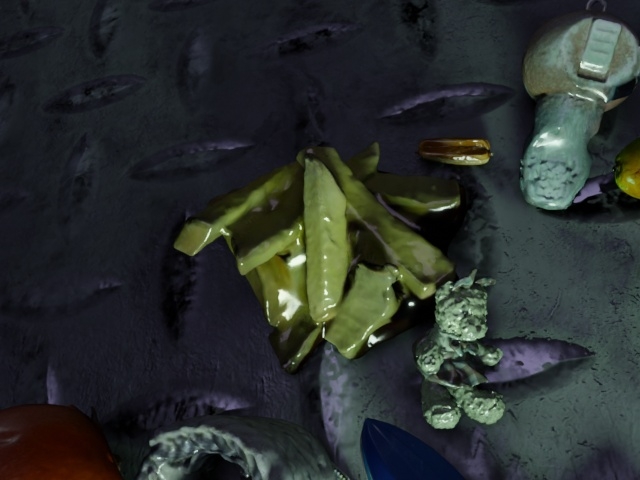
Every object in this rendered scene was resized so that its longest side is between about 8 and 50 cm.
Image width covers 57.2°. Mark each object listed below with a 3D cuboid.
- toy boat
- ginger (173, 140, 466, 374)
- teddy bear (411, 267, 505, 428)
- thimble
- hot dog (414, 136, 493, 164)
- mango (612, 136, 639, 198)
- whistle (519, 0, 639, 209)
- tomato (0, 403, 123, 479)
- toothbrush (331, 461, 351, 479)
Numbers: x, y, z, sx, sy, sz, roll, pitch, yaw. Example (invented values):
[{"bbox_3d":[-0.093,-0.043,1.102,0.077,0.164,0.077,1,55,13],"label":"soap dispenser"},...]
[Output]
[{"bbox_3d":[0.143,0.344,0.740,0.129,0.088,0.295,-11,46,-37],"label":"toy boat"},{"bbox_3d":[0.000,0.000,0.879,0.414,0.211,0.358,-8,64,22],"label":"ginger"},{"bbox_3d":[0.189,0.149,0.823,0.133,0.111,0.213,9,81,-27],"label":"teddy bear"},{"bbox_3d":[-0.111,0.332,0.764,0.246,0.157,0.217,16,79,33],"label":"thimble"},{"bbox_3d":[0.229,-0.153,1.011,0.133,0.041,0.056,4,65,10],"label":"hot dog"},{"bbox_3d":[0.549,-0.120,0.857,0.233,0.111,0.125,-13,74,-4],"label":"mango"},{"bbox_3d":[0.398,-0.217,0.946,0.189,0.189,0.347,15,91,23],"label":"whistle"},{"bbox_3d":[-0.391,0.381,0.739,0.341,0.273,0.341,1,91,50],"label":"tomato"},{"bbox_3d":[0.130,0.412,0.747,0.375,0.037,0.028,37,81,26],"label":"toothbrush"}]
